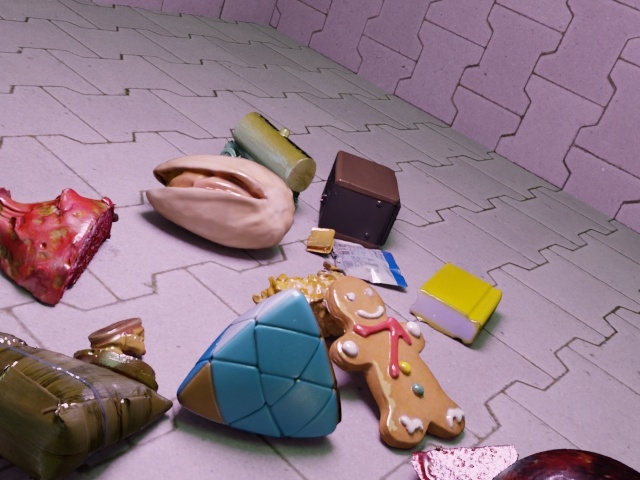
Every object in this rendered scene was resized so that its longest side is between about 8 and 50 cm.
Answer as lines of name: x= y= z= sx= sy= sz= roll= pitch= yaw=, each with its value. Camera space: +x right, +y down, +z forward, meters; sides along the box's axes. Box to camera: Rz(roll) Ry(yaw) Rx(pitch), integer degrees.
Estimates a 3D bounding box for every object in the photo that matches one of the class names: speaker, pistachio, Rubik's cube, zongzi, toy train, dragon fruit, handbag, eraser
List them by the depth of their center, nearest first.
zongzi: x=-0.355 y=0.192 z=0.942 sx=0.250 sy=0.125 sz=0.274 roll=26 pitch=9 yaw=15
Rubik's cube: x=-0.096 y=0.174 z=1.053 sx=0.254 sy=0.255 sz=0.254 roll=18 pitch=25 yaw=-9
dragon fruit: x=0.221 y=0.374 z=1.074 sx=0.162 sy=0.083 sz=0.106 roll=-3 pitch=35 yaw=6
dragon fruit: x=-0.481 y=-0.026 z=1.237 sx=0.211 sy=0.134 sz=0.262 roll=15 pitch=26 yaw=-7
pistachio: x=-0.210 y=-0.087 z=1.528 sx=0.317 sy=0.214 sz=0.194 roll=15 pitch=66 yaw=0
eraser: x=0.311 y=0.140 z=1.614 sx=0.158 sy=0.069 sz=0.226 roll=32 pitch=27 yaw=17
handbag: x=0.000 y=0.000 z=1.673 sx=0.061 sy=0.027 sz=0.083 roll=7 pitch=27 yaw=7
toy train: x=-0.140 y=-0.195 z=1.773 sx=0.126 sy=0.190 sz=0.307 roll=-1 pitch=34 yaw=-43
speaker: x=0.095 y=-0.107 z=1.832 sx=0.192 sy=0.153 sz=0.231 roll=18 pitch=25 yaw=-5

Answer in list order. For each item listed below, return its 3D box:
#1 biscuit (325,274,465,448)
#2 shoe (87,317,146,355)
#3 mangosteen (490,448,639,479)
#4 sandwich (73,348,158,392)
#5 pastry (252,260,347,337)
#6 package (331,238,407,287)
biscuit: x=0.117 y=0.197 z=1.250 sx=0.216 sy=0.047 sz=0.340 roll=0 pitch=53 yaw=-40
shoe: x=-0.303 y=0.160 z=1.084 sx=0.072 sy=0.069 sz=0.109 roll=-14 pitch=11 yaw=9
mangosteen: x=0.284 y=0.417 z=0.861 sx=0.306 sy=0.359 sz=0.306 roll=27 pitch=48 yaw=-35
sandwich: x=-0.283 y=0.188 z=1.020 sx=0.135 sy=0.067 sz=0.029 roll=33 pitch=48 yaw=-32
pastry: x=0.000 y=0.118 z=1.370 sx=0.249 sy=0.103 sz=0.154 roll=-1 pitch=27 yaw=-38
package: x=0.108 y=0.052 z=1.677 sx=0.173 sy=0.027 sz=0.171 roll=13 pitch=23 yaw=-17
